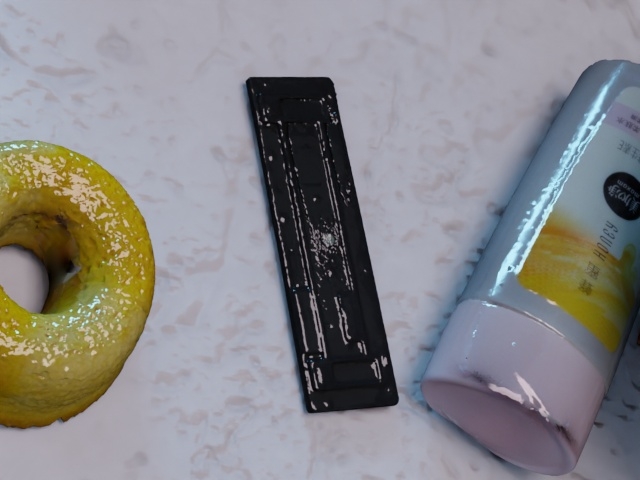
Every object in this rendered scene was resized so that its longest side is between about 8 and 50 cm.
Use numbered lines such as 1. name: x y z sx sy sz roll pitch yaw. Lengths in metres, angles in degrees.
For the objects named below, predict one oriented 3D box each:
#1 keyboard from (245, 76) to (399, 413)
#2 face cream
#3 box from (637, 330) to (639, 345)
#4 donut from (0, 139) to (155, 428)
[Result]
1. keyboard: 0.000 0.000 1.117 0.061 0.013 0.204 -2 73 -32
2. face cream: 0.155 0.012 1.173 0.107 0.073 0.269 33 58 -7
3. box: 0.327 0.072 1.275 0.245 0.035 0.139 32 59 -17
4. donut: -0.150 0.018 0.993 0.152 0.058 0.152 13 63 -27
